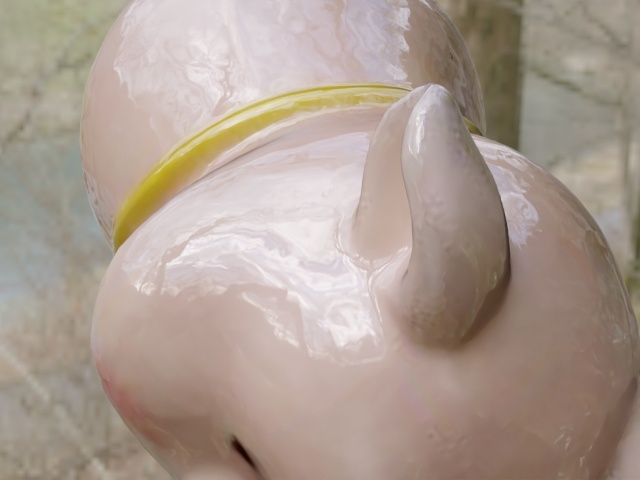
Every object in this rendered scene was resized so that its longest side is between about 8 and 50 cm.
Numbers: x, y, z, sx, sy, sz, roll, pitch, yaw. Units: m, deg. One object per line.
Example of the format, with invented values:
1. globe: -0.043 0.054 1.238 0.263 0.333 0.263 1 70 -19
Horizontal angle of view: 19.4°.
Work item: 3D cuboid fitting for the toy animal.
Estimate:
1. toy animal: 0.003 0.000 0.557 0.165 0.149 0.248 30 14 -37
